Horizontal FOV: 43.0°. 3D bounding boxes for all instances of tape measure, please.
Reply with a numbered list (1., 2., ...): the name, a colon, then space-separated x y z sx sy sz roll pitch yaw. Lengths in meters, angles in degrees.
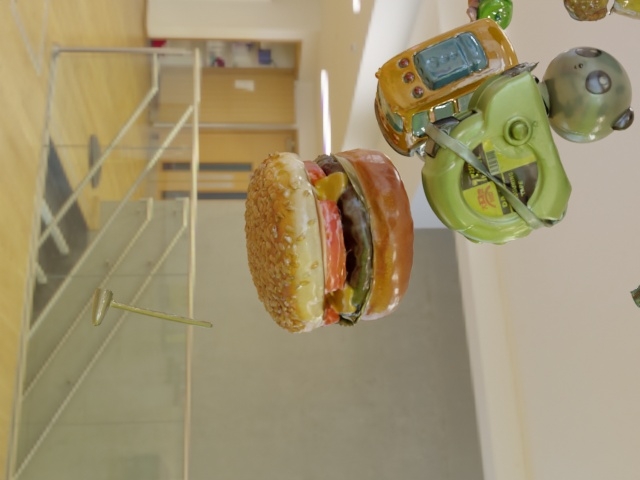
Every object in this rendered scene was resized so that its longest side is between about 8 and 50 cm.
1. tape measure: 0.207 -0.085 0.970 0.106 0.175 0.200 -110 175 -72

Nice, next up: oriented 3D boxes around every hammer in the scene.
1. hammer: -0.263 0.125 1.286 0.028 0.195 0.060 -47 -146 50

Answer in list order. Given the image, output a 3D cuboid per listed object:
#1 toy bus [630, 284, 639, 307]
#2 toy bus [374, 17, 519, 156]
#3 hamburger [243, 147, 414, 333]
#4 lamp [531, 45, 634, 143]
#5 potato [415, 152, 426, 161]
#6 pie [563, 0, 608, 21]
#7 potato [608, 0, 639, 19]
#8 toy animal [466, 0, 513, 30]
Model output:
1. toy bus: 0.672 0.099 1.652 0.046 0.038 0.083 56 -43 23
2. toy bus: 0.174 -0.213 1.111 0.136 0.210 0.126 61 8 -69
3. hamburger: 0.000 0.000 1.424 0.330 0.250 0.329 175 -90 -70
4. lamp: 0.486 -0.284 1.600 0.198 0.244 0.197 -4 90 -90
5. potato: 0.204 -0.195 1.436 0.096 0.103 0.066 45 3 -41
6. pie: 0.399 -0.390 1.221 0.033 0.088 0.191 45 -11 44
7. potato: 0.747 -0.547 1.623 0.288 0.237 0.301 -58 164 -26
8. toy animal: 0.254 -0.426 1.326 0.103 0.100 0.208 99 -10 -46
